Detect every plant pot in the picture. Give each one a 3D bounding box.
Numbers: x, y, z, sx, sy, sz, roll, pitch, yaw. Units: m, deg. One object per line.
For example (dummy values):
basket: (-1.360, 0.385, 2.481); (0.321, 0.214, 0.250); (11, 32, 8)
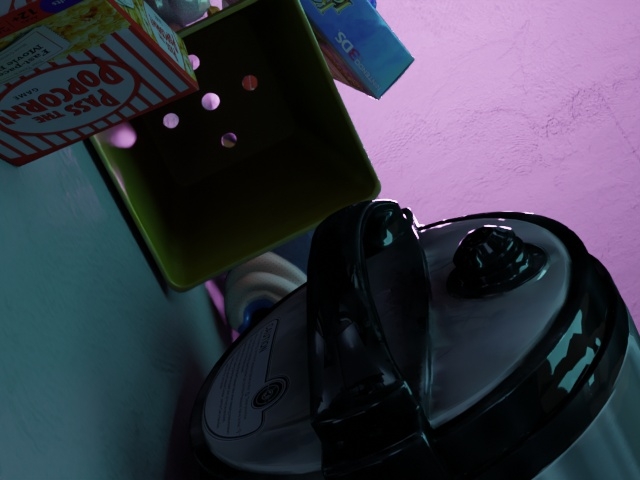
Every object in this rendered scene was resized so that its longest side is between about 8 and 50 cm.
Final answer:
plant pot: (-0.096, -0.112, 1.143); (0.212, 0.212, 0.187); (65, -2, -21)

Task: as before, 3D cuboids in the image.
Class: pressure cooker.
pressure cooker: (0.103, 0.170, 0.984); (0.370, 0.375, 0.420); (6, -49, 54)

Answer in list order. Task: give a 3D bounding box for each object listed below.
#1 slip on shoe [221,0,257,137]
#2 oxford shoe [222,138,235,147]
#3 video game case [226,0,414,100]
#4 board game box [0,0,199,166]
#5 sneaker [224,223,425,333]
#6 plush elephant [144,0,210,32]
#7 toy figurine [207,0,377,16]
slip on shoe: (-0.074, -0.223, 1.617); (0.123, 0.101, 0.331); (-99, -174, -64)
oxford shoe: (-0.117, -0.043, 1.291); (0.076, 0.076, 0.212); (32, 26, -19)
video game case: (-0.057, -0.270, 1.179); (0.269, 0.061, 0.244); (47, -6, -33)
board game box: (-0.180, -0.117, 0.776); (0.193, 0.147, 0.045); (38, 31, -72)
sneaker: (0.054, 0.085, 1.280); (0.130, 0.323, 0.236); (120, -7, -46)
plush elephant: (-0.133, -0.405, 1.380); (0.272, 0.255, 0.330); (-78, 145, -74)
toy figurine: (-0.025, -0.344, 1.786); (0.362, 0.217, 0.191); (65, -29, 4)
